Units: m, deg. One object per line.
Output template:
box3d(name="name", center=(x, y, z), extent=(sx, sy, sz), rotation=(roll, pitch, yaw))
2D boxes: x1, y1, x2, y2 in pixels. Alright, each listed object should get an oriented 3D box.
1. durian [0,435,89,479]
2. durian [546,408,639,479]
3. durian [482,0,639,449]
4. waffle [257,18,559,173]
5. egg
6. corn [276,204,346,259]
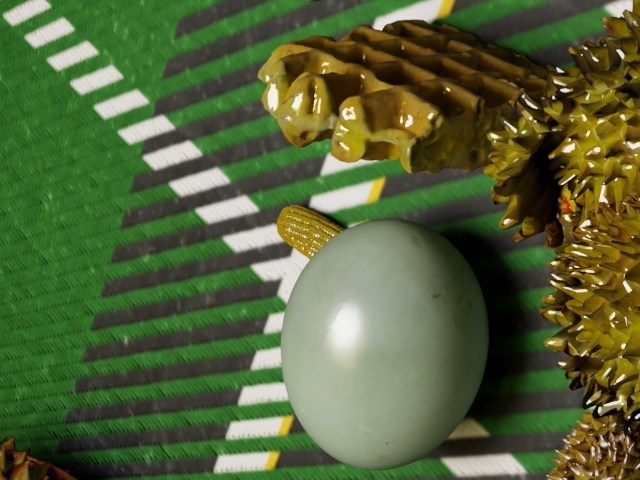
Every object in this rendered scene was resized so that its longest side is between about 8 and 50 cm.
box3d(name="durian", center=(-0.343, 0.348, 1.588), extent=(0.384, 0.347, 0.347), rotation=(-35, 74, 35))
box3d(name="durian", center=(0.213, 0.186, 1.056), extent=(0.158, 0.137, 0.168), rotation=(49, 127, 56))
box3d(name="durian", center=(0.221, -0.012, 0.924), extent=(0.258, 0.258, 0.293), rotation=(65, 153, 13))
box3d(name="waffle", center=(0.052, -0.096, 1.096), extent=(0.160, 0.211, 0.055), rotation=(29, 121, 41))
box3d(name="egg", center=(0.046, 0.077, 1.196), extent=(0.149, 0.149, 0.192), rotation=(29, 121, 40))
box3d(name="corn", center=(0.000, 0.000, 1.315), extent=(0.092, 0.037, 0.037), rotation=(32, 123, 42))
